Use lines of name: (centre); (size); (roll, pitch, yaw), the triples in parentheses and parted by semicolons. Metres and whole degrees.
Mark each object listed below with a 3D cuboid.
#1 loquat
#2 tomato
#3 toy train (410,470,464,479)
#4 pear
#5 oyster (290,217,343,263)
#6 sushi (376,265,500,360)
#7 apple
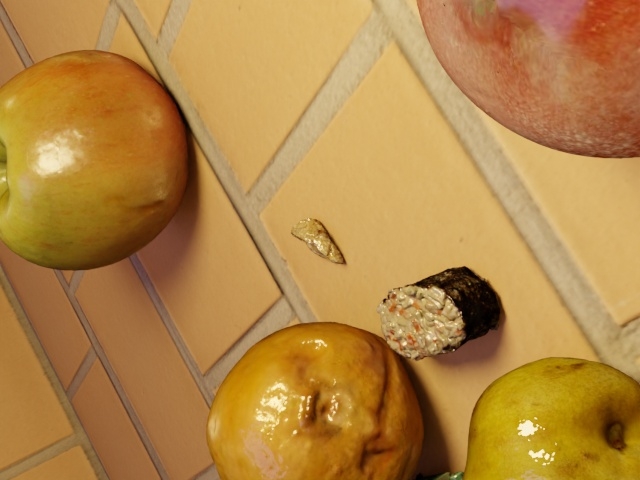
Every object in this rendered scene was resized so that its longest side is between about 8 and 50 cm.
loquat: (-0.011, 0.231, 1.157); (0.284, 0.276, 0.276); (161, 86, -80)
tomato: (0.184, -0.185, 0.608); (0.270, 0.227, 0.270); (32, 132, 44)
toy train: (0.128, 0.372, 1.131); (0.129, 0.159, 0.326); (64, 150, 7)
pear: (0.227, 0.203, 0.839); (0.200, 0.200, 0.200); (35, 137, 40)
oyster: (0.000, 0.000, 1.210); (0.083, 0.038, 0.081); (34, 172, 0)
sushi: (0.127, 0.083, 1.013); (0.150, 0.078, 0.090); (-24, 90, 60)
apple: (-0.384, -0.125, 1.424); (0.338, 0.305, 0.338); (37, 139, 41)
